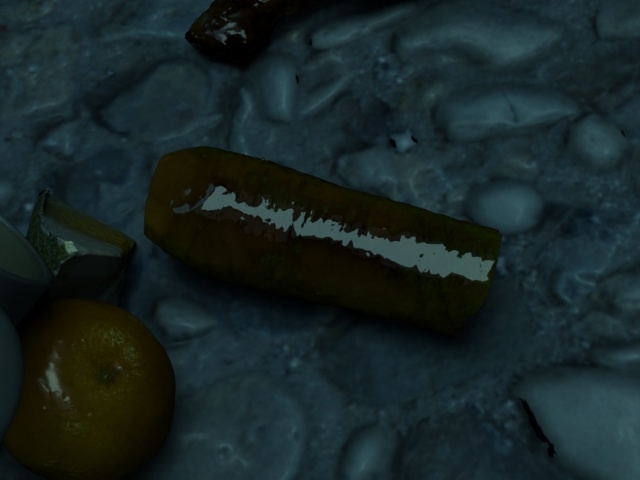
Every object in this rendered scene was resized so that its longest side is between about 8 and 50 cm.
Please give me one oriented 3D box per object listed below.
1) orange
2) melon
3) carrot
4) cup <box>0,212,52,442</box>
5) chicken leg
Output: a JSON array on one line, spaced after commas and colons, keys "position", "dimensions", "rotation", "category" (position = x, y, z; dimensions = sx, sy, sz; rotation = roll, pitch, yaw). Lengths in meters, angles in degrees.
[{"position": [-0.194, 0.124, 1.381], "dimensions": [0.155, 0.134, 0.154], "rotation": [15, 61, -28], "category": "orange"}, {"position": [-0.212, 0.033, 1.458], "dimensions": [0.093, 0.202, 0.139], "rotation": [17, 97, -8], "category": "melon"}, {"position": [0.000, 0.000, 1.456], "dimensions": [0.302, 0.114, 0.114], "rotation": [16, 63, 9], "category": "carrot"}, {"position": [-0.369, 0.108, 1.288], "dimensions": [0.327, 0.237, 0.323], "rotation": [-51, 53, 3], "category": "cup"}, {"position": [0.011, -0.253, 1.619], "dimensions": [0.304, 0.093, 0.113], "rotation": [-29, 44, -3], "category": "chicken leg"}]
